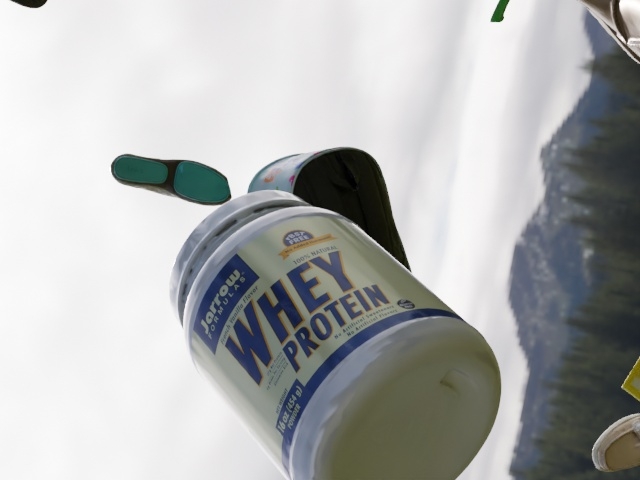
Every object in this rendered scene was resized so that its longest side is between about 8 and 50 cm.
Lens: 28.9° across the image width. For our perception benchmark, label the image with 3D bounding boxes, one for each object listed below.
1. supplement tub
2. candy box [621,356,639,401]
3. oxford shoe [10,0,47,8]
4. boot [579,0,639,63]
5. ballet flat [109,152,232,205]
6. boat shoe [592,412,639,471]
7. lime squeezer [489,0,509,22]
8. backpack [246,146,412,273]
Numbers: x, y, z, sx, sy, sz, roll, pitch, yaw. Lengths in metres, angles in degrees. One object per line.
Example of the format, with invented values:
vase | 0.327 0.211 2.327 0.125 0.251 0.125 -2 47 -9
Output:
supplement tub | 0.003 0.109 1.282 0.235 0.325 0.235 -20 -50 -26
candy box | 0.412 0.164 1.279 0.027 0.206 0.105 17 -74 -40
oxford shoe | -0.510 -0.414 1.888 0.076 0.212 0.076 -63 10 -24
boot | 0.249 -0.191 0.910 0.089 0.236 0.269 -51 14 10
ballet flat | -0.198 -0.084 1.665 0.052 0.168 0.057 114 171 -83
boat shoe | 0.430 0.252 1.594 0.063 0.170 0.059 70 163 -10
lime squeezer | 0.244 -0.414 1.594 0.059 0.110 0.310 -44 -46 -24
backpack | 0.000 0.000 1.712 0.225 0.191 0.253 -21 -75 -43
